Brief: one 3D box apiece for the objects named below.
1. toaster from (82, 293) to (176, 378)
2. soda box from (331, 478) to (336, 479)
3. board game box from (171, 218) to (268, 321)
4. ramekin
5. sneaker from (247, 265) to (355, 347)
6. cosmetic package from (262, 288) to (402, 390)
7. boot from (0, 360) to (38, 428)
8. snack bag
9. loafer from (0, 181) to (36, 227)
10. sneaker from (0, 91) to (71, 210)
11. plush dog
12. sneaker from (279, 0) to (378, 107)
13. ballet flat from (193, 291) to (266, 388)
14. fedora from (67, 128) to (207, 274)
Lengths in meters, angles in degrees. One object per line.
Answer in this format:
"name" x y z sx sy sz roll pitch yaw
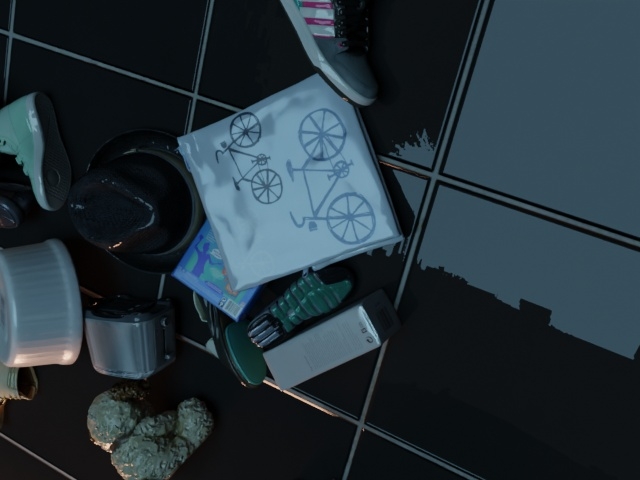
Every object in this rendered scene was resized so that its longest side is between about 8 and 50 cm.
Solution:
"toaster" -0.404 0.200 1.482 0.227 0.129 0.146 1 104 26
"soda box" 0.065 0.553 1.363 0.183 0.063 0.058 42 115 12
"board game box" -0.155 0.021 1.319 0.160 0.047 0.210 34 93 12
"ramekin" -0.617 0.138 1.506 0.277 0.135 0.277 10 103 53
"sneaker" -0.040 0.107 1.315 0.223 0.098 0.083 -32 104 4
"cosmetic package" 0.021 0.179 1.274 0.231 0.117 0.085 -29 87 27
"boot" -0.771 0.381 1.733 0.165 0.077 0.213 4 100 24
"snack bag" -0.061 -0.094 1.251 0.342 0.037 0.323 -21 87 16
"loafer" -0.773 -0.094 1.635 0.302 0.095 0.109 9 135 29
"sneaker" -0.633 -0.178 1.529 0.151 0.094 0.256 -13 85 22
"plush dog" -0.389 0.408 1.465 0.225 0.210 0.262 43 117 5
"sneaker" 0.052 -0.379 1.138 0.178 0.124 0.296 -33 85 38
"ballet flat" -0.188 0.162 1.394 0.096 0.095 0.280 -27 78 38
"fedora" -0.376 -0.066 1.395 0.334 0.152 0.334 6 104 25
